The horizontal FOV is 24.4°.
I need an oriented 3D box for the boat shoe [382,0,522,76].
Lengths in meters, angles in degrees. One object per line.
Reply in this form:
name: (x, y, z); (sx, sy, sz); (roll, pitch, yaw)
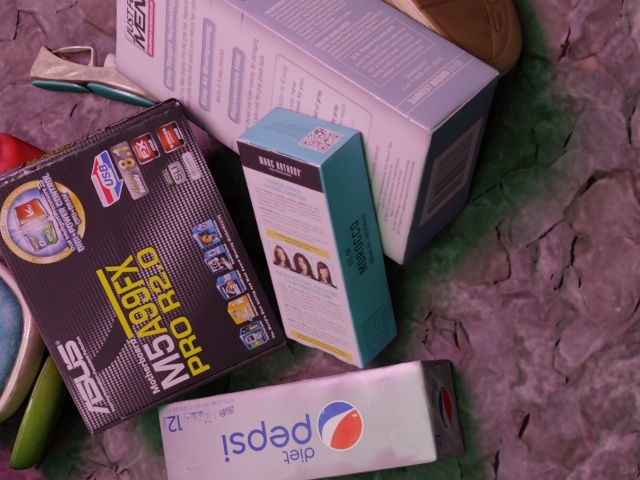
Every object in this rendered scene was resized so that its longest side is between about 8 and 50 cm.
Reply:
boat shoe: (0.063, -0.268, 1.433); (0.341, 0.121, 0.110); (53, 144, 18)

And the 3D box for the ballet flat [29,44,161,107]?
ballet flat: (-0.238, -0.180, 1.579); (0.168, 0.057, 0.052); (12, 83, 23)

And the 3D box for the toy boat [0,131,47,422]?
toy boat: (-0.393, 0.029, 1.573); (0.267, 0.148, 0.318); (19, 91, 36)

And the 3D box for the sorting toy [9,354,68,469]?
sorting toy: (-0.242, 0.174, 1.557); (0.126, 0.127, 0.365); (19, 97, -5)

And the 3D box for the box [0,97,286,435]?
box: (-0.184, 0.025, 1.452); (0.216, 0.060, 0.270); (-24, 102, -4)

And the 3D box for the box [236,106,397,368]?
box: (0.000, 0.000, 1.379); (0.100, 0.060, 0.244); (20, 138, 35)

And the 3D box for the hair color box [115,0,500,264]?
hair color box: (-0.025, -0.161, 1.405); (0.374, 0.113, 0.185); (34, 144, 20)

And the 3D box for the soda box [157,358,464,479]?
soda box: (-0.011, 0.185, 1.446); (0.286, 0.091, 0.098); (-13, 82, 22)
